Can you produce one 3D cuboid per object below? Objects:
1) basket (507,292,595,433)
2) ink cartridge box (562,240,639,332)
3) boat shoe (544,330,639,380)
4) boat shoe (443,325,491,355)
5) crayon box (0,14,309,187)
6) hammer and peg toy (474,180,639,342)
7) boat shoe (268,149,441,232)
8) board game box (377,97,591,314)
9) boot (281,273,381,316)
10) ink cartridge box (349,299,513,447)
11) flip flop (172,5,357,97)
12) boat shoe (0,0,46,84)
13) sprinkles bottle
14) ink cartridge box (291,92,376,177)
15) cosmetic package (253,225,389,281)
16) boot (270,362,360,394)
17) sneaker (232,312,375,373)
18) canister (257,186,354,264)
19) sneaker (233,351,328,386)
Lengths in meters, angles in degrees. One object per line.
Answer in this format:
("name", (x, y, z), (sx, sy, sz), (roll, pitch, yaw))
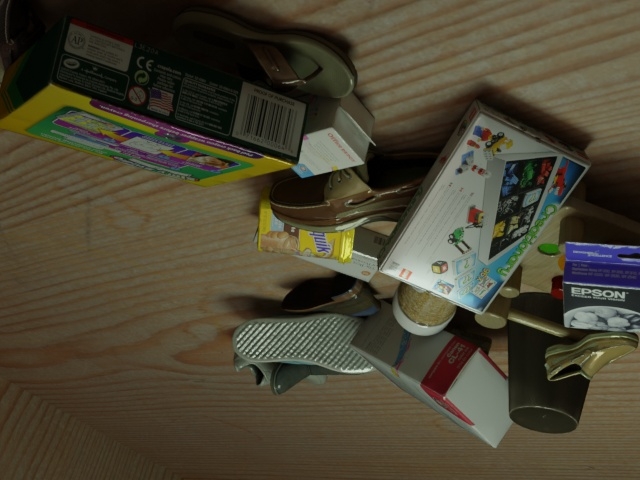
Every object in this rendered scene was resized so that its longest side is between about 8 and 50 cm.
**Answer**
("basket", (0.442, 0.242, 1.726), (0.204, 0.226, 0.154), (20, 150, -9))
("ink cartridge box", (0.475, 0.077, 1.362), (0.206, 0.045, 0.208), (3, 148, 19))
("boat shoe", (0.471, 0.208, 1.559), (0.068, 0.072, 0.190), (27, 148, -22))
("boat shoe", (0.301, 0.208, 1.919), (0.135, 0.045, 0.050), (21, 154, 21))
("crayon box", (-0.254, -0.184, 1.311), (0.363, 0.106, 0.313), (16, 170, -31))
("hammer and peg toy", (0.429, 0.054, 1.517), (0.266, 0.127, 0.361), (20, 150, -11))
("boat shoe", (0.072, -0.096, 1.459), (0.324, 0.122, 0.120), (-4, 138, 15))
("board game box", (0.242, -0.043, 1.369), (0.193, 0.053, 0.305), (24, 118, -13))
("boot", (0.022, 0.135, 1.893), (0.219, 0.082, 0.106), (-16, 135, 40))
("ink cartridge box", (0.238, 0.267, 1.842), (0.226, 0.131, 0.306), (44, 169, -37))
("flip flop", (-0.084, -0.255, 1.285), (0.277, 0.080, 0.112), (18, 150, -4))
("boat shoe", (-0.460, -0.314, 1.354), (0.092, 0.102, 0.285), (18, 154, -14))
("sprinkles bottle", (0.220, 0.050, 1.615), (0.121, 0.121, 0.355), (15, 150, 1))
("ink cartridge box", (0.011, -0.168, 1.377), (0.143, 0.090, 0.092), (-10, 142, 36))
("cosmetic package", (0.000, 0.000, 1.696), (0.239, 0.060, 0.099), (19, 151, -6))
("boot", (0.008, 0.302, 2.103), (0.209, 0.189, 0.076), (4, 124, 33))
("sneaker", (-0.010, 0.222, 2.048), (0.366, 0.135, 0.150), (6, -179, 5))
("canister", (-0.023, -0.029, 1.589), (0.170, 0.073, 0.126), (6, 119, 2))
("sneaker", (-0.106, 0.322, 2.228), (0.262, 0.121, 0.099), (26, 149, -18))
